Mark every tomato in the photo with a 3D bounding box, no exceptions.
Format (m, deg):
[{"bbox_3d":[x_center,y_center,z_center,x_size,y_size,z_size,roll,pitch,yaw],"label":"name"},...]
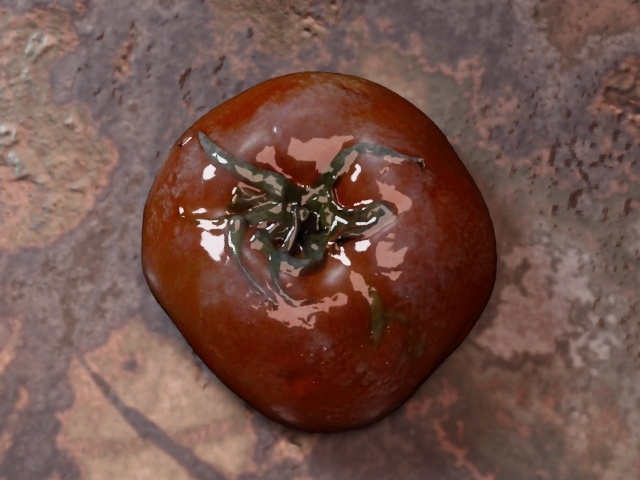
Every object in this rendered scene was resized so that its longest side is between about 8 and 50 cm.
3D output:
[{"bbox_3d":[0.000,0.000,1.017,0.237,0.095,0.236,1,74,-2],"label":"tomato"}]
